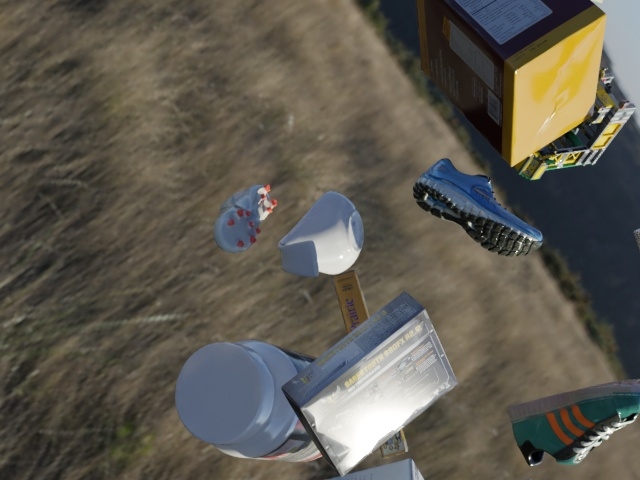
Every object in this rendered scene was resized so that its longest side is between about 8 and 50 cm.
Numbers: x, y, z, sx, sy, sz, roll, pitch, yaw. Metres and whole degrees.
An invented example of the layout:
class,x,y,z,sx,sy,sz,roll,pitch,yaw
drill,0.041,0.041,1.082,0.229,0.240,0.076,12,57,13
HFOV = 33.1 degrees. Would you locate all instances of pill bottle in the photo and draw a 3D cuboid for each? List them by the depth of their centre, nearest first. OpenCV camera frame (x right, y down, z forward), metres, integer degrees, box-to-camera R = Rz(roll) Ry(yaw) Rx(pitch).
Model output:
class,x,y,z,sx,sy,sz,roll,pitch,yaw
pill bottle,-0.102,0.295,1.968,0.210,0.210,0.363,64,15,21

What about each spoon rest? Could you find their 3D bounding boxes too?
class,x,y,z,sx,sy,sz,roll,pitch,yaw
spoon rest,0.000,0.000,1.709,0.276,0.084,0.137,-31,115,-68

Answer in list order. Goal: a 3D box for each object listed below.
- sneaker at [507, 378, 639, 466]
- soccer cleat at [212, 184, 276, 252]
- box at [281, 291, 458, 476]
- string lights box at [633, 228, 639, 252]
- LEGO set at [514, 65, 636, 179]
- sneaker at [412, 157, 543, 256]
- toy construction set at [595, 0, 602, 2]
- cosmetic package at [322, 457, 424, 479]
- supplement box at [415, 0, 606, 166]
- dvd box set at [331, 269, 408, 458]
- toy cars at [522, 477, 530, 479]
class,x,y,z,sx,sy,sz,roll,pitch,yaw
sneaker,0.448,0.310,1.815,0.108,0.302,0.121,-4,75,-37
soccer cleat,-0.127,-0.028,1.615,0.068,0.076,0.196,67,23,-17
box,0.076,0.211,1.567,0.056,0.231,0.183,40,-17,48
string lights box,0.624,0.044,1.773,0.259,0.076,0.133,-158,-130,-77
LEGO set,0.451,-0.293,2.106,0.254,0.192,0.331,-1,53,-24
sneaker,0.191,-0.044,1.250,0.162,0.073,0.063,33,-27,3
toy construction set,0.404,-0.506,1.627,0.151,0.215,0.328,57,-21,31
cosmetic package,0.098,0.490,1.828,0.151,0.183,0.151,-90,158,-48
supplement box,0.223,-0.235,1.298,0.194,0.129,0.191,52,-11,29
dvd box set,0.117,0.292,2.515,0.307,0.062,0.421,62,12,-79
toy cars,0.350,0.589,1.929,0.087,0.176,0.394,-15,110,-42
